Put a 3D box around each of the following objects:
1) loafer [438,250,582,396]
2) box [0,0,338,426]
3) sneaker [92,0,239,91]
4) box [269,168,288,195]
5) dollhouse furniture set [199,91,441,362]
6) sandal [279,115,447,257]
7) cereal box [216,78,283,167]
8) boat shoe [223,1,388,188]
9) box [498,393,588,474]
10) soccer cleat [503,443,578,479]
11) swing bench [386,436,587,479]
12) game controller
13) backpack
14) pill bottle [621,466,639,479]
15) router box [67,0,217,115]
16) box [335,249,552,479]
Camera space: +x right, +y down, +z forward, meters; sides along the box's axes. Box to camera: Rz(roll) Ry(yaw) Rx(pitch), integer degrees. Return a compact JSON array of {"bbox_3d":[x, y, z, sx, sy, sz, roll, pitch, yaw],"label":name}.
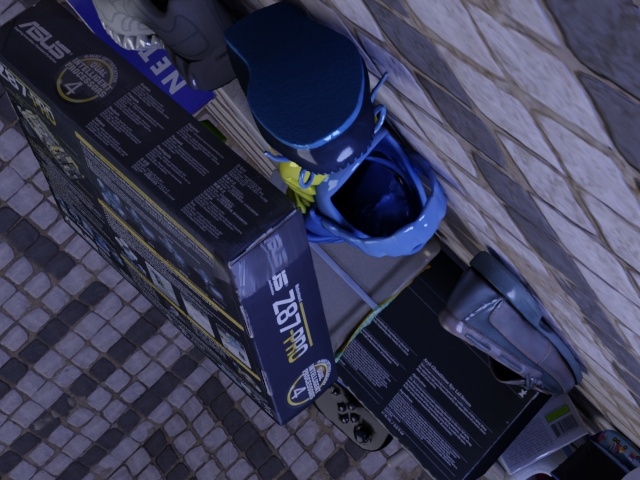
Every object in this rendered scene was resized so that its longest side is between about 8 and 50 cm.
[{"bbox_3d":[0.188,0.101,1.301,0.096,0.084,0.267,44,177,38],"label":"loafer"},{"bbox_3d":[-0.159,-0.025,1.304,0.395,0.097,0.318,40,161,29],"label":"box"},{"bbox_3d":[-0.179,-0.268,1.432,0.292,0.110,0.118,32,161,47],"label":"sneaker"},{"bbox_3d":[0.000,0.000,1.687,0.170,0.130,0.091,19,168,15],"label":"box"},{"bbox_3d":[-0.028,-0.032,1.494,0.301,0.197,0.151,47,177,-2],"label":"dollhouse furniture set"},{"bbox_3d":[0.043,-0.033,1.183,0.138,0.126,0.317,42,179,6],"label":"sandal"},{"bbox_3d":[-0.096,-0.184,1.778,0.240,0.047,0.173,50,179,8],"label":"cereal box"},{"bbox_3d":[-0.002,-0.108,0.972,0.258,0.109,0.089,-108,-8,-60],"label":"boat shoe"},{"bbox_3d":[0.267,0.233,1.661,0.103,0.114,0.203,62,-178,13],"label":"box"},{"bbox_3d":[0.390,0.404,1.760,0.331,0.143,0.116,38,136,15],"label":"soccer cleat"},{"bbox_3d":[0.269,0.301,1.971,0.253,0.254,0.165,48,-152,-35],"label":"swing bench"},{"bbox_3d":[0.087,0.156,1.863,0.166,0.319,0.067,35,-148,16],"label":"game controller"},{"bbox_3d":[0.379,0.334,1.571,0.173,0.117,0.158,48,177,-42],"label":"backpack"},{"bbox_3d":[0.370,0.307,1.329,0.108,0.108,0.193,44,177,45],"label":"pill bottle"},{"bbox_3d":[-0.311,-0.355,1.856,0.335,0.082,0.301,52,-179,-37],"label":"router box"},{"bbox_3d":[0.135,0.141,1.536,0.261,0.184,0.103,46,-148,20],"label":"box"}]
